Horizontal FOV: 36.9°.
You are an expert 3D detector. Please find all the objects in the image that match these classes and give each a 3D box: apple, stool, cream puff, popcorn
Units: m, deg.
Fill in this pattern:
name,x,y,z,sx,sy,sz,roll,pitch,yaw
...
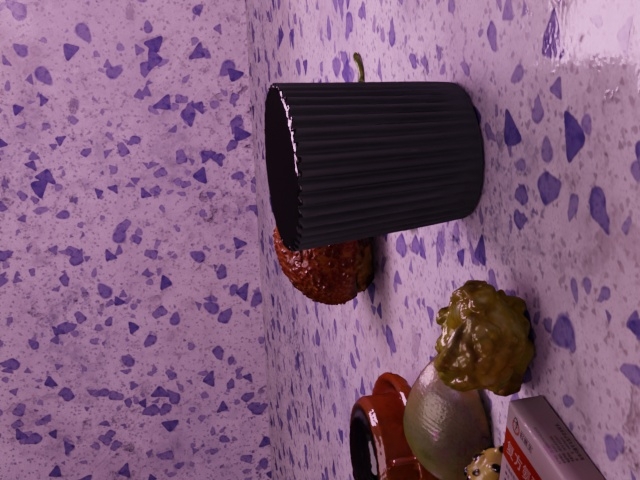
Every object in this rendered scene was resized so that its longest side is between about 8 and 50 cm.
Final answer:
name,x,y,z,sx,sy,sz,roll,pitch,yaw
apple,0.238,0.361,1.797,0.193,0.120,0.265,-132,33,-50
stool,0.087,-0.143,1.692,0.297,0.330,0.297,173,90,-77
cream puff,0.001,0.004,2.344,0.350,0.228,0.351,164,90,-86
popcorn,0.261,0.158,1.521,0.197,0.155,0.198,7,-90,-88

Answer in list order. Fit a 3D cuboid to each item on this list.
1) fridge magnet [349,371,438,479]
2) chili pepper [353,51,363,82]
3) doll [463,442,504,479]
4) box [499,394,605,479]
name,x,y,z,sx,sy,sz,roll,pitch,yaw
fridge magnet,0.160,0.469,2.088,0.363,0.155,0.364,174,90,-78
chili pepper,0.088,-0.408,2.255,0.030,0.017,0.083,125,136,-73
doll,0.277,0.460,1.702,0.086,0.117,0.291,30,138,17
box,0.361,0.417,1.395,0.353,0.069,0.214,-121,27,-57
